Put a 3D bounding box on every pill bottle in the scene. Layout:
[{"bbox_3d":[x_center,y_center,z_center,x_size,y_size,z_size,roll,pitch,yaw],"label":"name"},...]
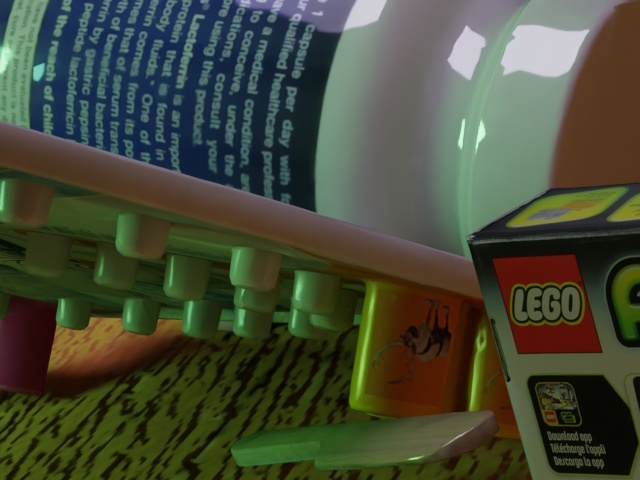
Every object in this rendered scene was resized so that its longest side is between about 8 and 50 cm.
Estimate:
[{"bbox_3d":[-0.006,-0.051,0.771,0.264,0.153,0.153,12,25,29],"label":"pill bottle"}]

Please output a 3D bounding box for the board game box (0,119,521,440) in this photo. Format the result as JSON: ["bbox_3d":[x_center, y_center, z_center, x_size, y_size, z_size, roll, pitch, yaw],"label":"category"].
[{"bbox_3d":[-0.181,0.002,0.636,0.390,0.050,0.390,15,-10,-36],"label":"board game box"}]

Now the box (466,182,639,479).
[{"bbox_3d":[0.131,0.041,0.393,0.207,0.114,0.036,-3,18,44],"label":"box"}]

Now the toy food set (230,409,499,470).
[{"bbox_3d":[-0.044,0.109,0.517,0.192,0.038,0.132,-32,12,-34],"label":"toy food set"}]

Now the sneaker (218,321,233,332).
[{"bbox_3d":[0.000,0.000,0.863,0.119,0.057,0.047,-15,10,1],"label":"sneaker"}]
